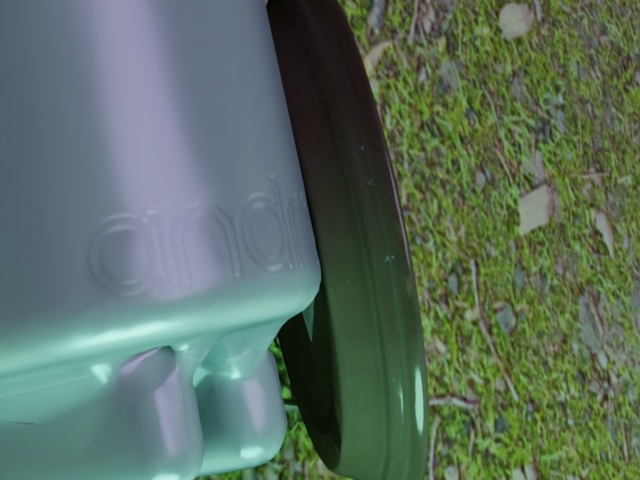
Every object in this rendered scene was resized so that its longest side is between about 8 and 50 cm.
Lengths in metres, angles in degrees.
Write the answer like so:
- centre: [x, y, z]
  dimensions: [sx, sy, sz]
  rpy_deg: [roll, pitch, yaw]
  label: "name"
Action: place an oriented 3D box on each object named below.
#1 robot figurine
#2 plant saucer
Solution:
- centre: [-0.116, -0.060, 0.806]
  dimensions: [0.300, 0.200, 0.353]
  rpy_deg: [-8, 85, -65]
  label: "robot figurine"
- centre: [0.000, 0.000, 0.929]
  dimensions: [0.041, 0.278, 0.278]
  rpy_deg: [-11, 86, -10]
  label: "plant saucer"
